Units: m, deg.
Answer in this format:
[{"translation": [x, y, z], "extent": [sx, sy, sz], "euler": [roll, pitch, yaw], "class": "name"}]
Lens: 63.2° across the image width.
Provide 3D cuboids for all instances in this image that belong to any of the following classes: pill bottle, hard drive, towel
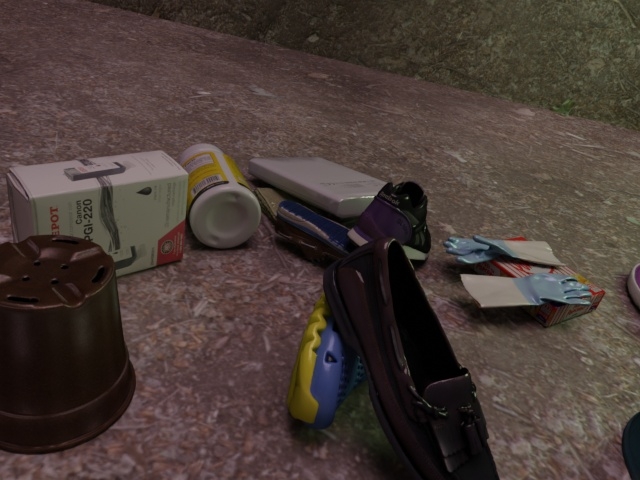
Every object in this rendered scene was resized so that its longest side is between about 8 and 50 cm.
[{"translation": [-0.189, -0.087, 0.923], "extent": [0.119, 0.119, 0.208], "euler": [-2, 33, -24], "class": "pill bottle"}, {"translation": [0.017, -0.117, 1.066], "extent": [0.203, 0.040, 0.307], "euler": [-8, 24, -37], "class": "hard drive"}, {"translation": [-0.062, -0.066, 1.027], "extent": [0.110, 0.027, 0.148], "euler": [-6, 34, -30], "class": "towel"}]

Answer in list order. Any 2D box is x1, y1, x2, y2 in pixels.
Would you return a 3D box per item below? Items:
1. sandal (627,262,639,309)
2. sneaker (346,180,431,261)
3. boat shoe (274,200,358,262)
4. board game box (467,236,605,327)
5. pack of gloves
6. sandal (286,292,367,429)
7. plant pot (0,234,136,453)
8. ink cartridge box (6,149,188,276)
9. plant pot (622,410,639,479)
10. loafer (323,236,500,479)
[{"translation": [0.657, 0.130, 0.887], "extent": [0.169, 0.102, 0.416], "euler": [17, 30, 8], "class": "sandal"}, {"translation": [0.156, -0.037, 0.904], "extent": [0.107, 0.124, 0.283], "euler": [34, 16, 19], "class": "sneaker"}, {"translation": [0.000, 0.000, 0.895], "extent": [0.183, 0.066, 0.066], "euler": [33, 32, 20], "class": "boat shoe"}, {"translation": [0.387, 0.068, 0.948], "extent": [0.146, 0.045, 0.193], "euler": [-9, 36, -32], "class": "board game box"}, {"translation": [0.339, 0.038, 0.891], "extent": [0.231, 0.046, 0.195], "euler": [2, 32, -14], "class": "pack of gloves"}, {"translation": [0.058, 0.119, 0.668], "extent": [0.138, 0.126, 0.317], "euler": [23, 33, 10], "class": "sandal"}, {"translation": [-0.276, 0.095, 0.531], "extent": [0.166, 0.165, 0.167], "euler": [9, 31, -5], "class": "plant pot"}, {"translation": [-0.308, -0.031, 0.739], "extent": [0.217, 0.159, 0.092], "euler": [-16, 41, -39], "class": "ink cartridge box"}, {"translation": [0.524, 0.203, 0.558], "extent": [0.271, 0.255, 0.272], "euler": [9, 30, -5], "class": "plant pot"}, {"translation": [0.106, 0.137, 0.544], "extent": [0.109, 0.095, 0.303], "euler": [-12, 68, -50], "class": "loafer"}]
